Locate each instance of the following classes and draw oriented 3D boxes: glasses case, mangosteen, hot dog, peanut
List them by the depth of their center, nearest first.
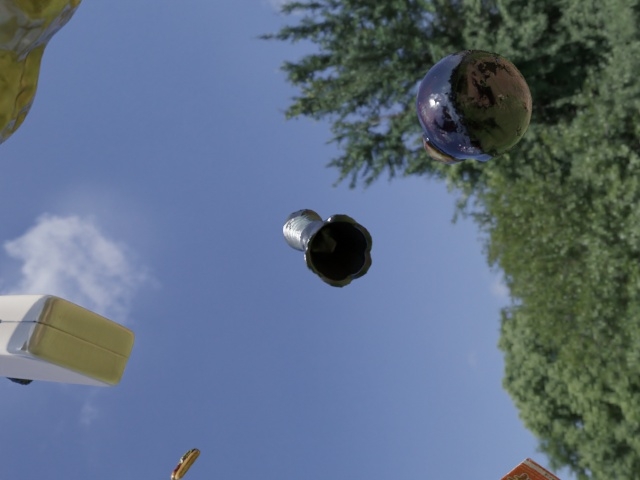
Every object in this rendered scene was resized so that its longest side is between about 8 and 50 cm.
[{"bbox_3d":[-0.183,-0.134,0.416,0.083,0.093,0.194,-77,10,-65],"label":"peanut"},{"bbox_3d":[-0.400,0.132,0.988,0.144,0.336,0.076,35,-120,-43],"label":"glasses case"},{"bbox_3d":[0.270,-0.235,1.389,0.250,0.211,0.212,133,136,-68],"label":"mangosteen"},{"bbox_3d":[-0.276,0.455,1.524,0.021,0.037,0.083,55,-138,-18],"label":"hot dog"}]

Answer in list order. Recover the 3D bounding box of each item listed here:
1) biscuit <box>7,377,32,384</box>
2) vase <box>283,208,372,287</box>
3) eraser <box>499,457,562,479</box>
[{"bbox_3d":[-0.637,0.208,1.487,0.053,0.194,0.195,-42,-51,-9],"label":"biscuit"},{"bbox_3d":[0.000,0.000,1.255,0.237,0.115,0.116,-151,42,-73],"label":"vase"},{"bbox_3d":[0.346,0.465,1.234,0.230,0.157,0.038,-18,-52,-42],"label":"eraser"}]
